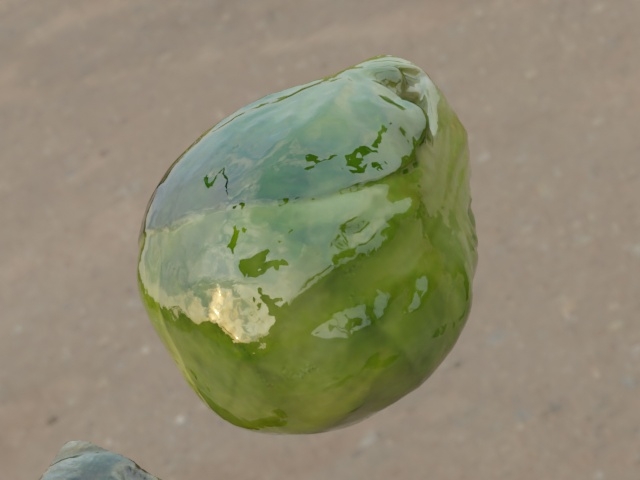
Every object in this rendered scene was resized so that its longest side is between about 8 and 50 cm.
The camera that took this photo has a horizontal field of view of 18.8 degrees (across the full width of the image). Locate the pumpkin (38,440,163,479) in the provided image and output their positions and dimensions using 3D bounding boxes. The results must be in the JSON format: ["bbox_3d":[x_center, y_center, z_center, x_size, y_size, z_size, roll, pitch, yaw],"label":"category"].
[{"bbox_3d":[-0.227,0.264,1.547,0.280,0.190,0.139,-1,37,35],"label":"pumpkin"}]

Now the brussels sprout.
[{"bbox_3d":[0.000,0.000,1.289,0.271,0.210,0.219,-51,15,-29],"label":"brussels sprout"}]
